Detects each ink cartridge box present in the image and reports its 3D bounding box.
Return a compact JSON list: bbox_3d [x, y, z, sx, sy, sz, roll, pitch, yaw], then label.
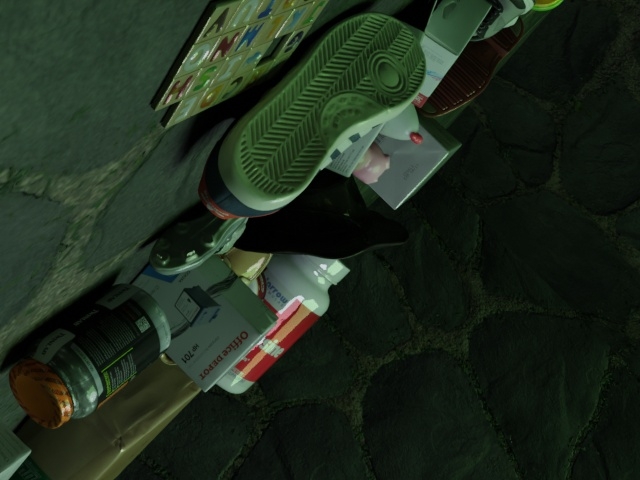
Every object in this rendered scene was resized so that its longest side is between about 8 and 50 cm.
[{"bbox_3d":[0.092,-0.256,1.277,0.275,0.060,0.239,126,-15,-67],"label":"ink cartridge box"},{"bbox_3d":[-0.180,0.103,1.216,0.139,0.191,0.082,-46,176,20],"label":"ink cartridge box"},{"bbox_3d":[0.194,-0.319,1.359,0.127,0.072,0.175,-56,-179,-23],"label":"ink cartridge box"}]

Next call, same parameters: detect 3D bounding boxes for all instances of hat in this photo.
[{"bbox_3d":[-0.004,-0.067,1.433,0.331,0.331,0.134,-35,127,-67],"label":"hat"}]

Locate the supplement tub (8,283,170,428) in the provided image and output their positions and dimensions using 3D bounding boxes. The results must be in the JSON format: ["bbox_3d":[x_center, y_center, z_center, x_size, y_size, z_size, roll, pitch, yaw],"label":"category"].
[{"bbox_3d":[-0.293,0.146,1.054,0.190,0.117,0.117,-40,174,-47],"label":"supplement tub"}]

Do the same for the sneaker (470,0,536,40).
[{"bbox_3d":[0.317,-0.427,1.518,0.108,0.100,0.271,-40,176,2],"label":"sneaker"}]

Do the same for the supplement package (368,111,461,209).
[{"bbox_3d":[0.191,-0.208,1.896,0.177,0.175,0.293,-47,175,17],"label":"supplement package"}]

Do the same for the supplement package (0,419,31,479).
[{"bbox_3d":[-0.441,0.273,0.931,0.105,0.105,0.179,-46,176,29],"label":"supplement package"}]

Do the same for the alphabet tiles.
[{"bbox_3d":[-0.055,-0.192,0.755,0.198,0.009,0.237,-47,176,38],"label":"alphabet tiles"}]

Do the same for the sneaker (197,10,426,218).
[{"bbox_3d":[-0.015,-0.145,0.963,0.350,0.131,0.148,-41,-172,-35],"label":"sneaker"}]

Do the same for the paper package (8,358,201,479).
[{"bbox_3d":[-0.424,0.356,1.532,0.325,0.168,0.309,-46,175,24],"label":"paper package"}]

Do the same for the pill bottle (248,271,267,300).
[{"bbox_3d":[-0.175,0.095,1.698,0.121,0.121,0.221,-45,176,2],"label":"pill bottle"}]

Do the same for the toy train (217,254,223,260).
[{"bbox_3d":[-0.228,0.069,1.425,0.166,0.046,0.125,-46,176,14],"label":"toy train"}]

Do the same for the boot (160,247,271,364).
[{"bbox_3d":[-0.183,0.096,1.472,0.262,0.095,0.203,-39,-164,10],"label":"boot"}]

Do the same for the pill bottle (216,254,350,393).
[{"bbox_3d":[-0.129,0.153,1.986,0.408,0.229,0.229,-45,176,4],"label":"pill bottle"}]

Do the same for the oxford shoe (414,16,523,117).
[{"bbox_3d":[0.327,-0.385,1.885,0.348,0.123,0.130,-42,-179,-19],"label":"oxford shoe"}]

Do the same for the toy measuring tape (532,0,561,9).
[{"bbox_3d":[0.427,-0.499,1.750,0.330,0.121,0.121,-46,176,16],"label":"toy measuring tape"}]

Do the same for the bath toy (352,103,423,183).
[{"bbox_3d":[0.069,-0.148,1.628,0.348,0.129,0.151,-47,175,20],"label":"bath toy"}]

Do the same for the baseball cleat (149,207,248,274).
[{"bbox_3d":[-0.159,0.002,1.153,0.206,0.072,0.109,-42,160,-37],"label":"baseball cleat"}]
